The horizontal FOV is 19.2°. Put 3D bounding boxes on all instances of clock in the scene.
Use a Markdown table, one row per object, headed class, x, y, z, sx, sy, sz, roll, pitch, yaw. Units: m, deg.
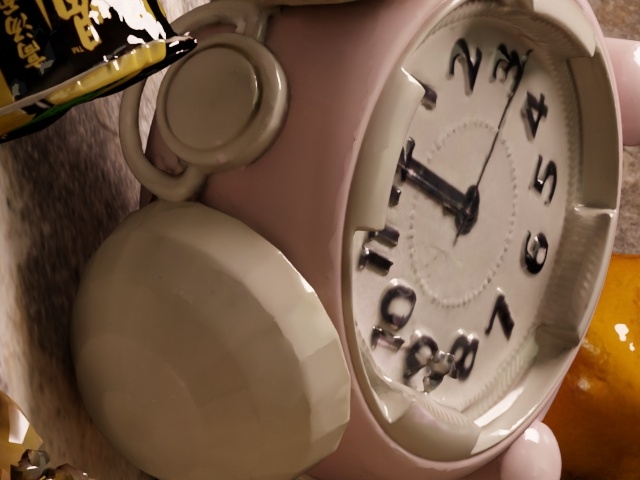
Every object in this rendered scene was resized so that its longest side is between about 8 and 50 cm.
| class | x | y | z | sx | sy | sz | roll | pitch | yaw |
| --- | --- | --- | --- | --- | --- | --- | --- | --- | --- |
| clock | 0.029 | -0.025 | 0.973 | 0.326 | 0.184 | 0.342 | 28 | 72 | -58 |

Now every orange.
| class | x | y | z | sx | sy | sz | roll | pitch | yaw |
| --- | --- | --- | --- | --- | --- | --- | --- | --- | --- |
| orange | 0.217 | 0.132 | 1.316 | 0.249 | 0.249 | 0.183 | 67 | 31 | -54 |

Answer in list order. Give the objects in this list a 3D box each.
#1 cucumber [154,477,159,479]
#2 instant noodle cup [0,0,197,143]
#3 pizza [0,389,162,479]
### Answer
| class | x | y | z | sx | sy | sz | roll | pitch | yaw |
| --- | --- | --- | --- | --- | --- | --- | --- | --- | --- |
| cucumber | -0.073 | 0.113 | 0.997 | 0.032 | 0.032 | 0.133 | 56 | 23 | -68 |
| instant noodle cup | -0.129 | -0.083 | 0.575 | 0.151 | 0.151 | 0.122 | -48 | 115 | -79 |
| pizza | -0.111 | 0.148 | 0.424 | 0.440 | 0.130 | 0.406 | -78 | 157 | -44 |
